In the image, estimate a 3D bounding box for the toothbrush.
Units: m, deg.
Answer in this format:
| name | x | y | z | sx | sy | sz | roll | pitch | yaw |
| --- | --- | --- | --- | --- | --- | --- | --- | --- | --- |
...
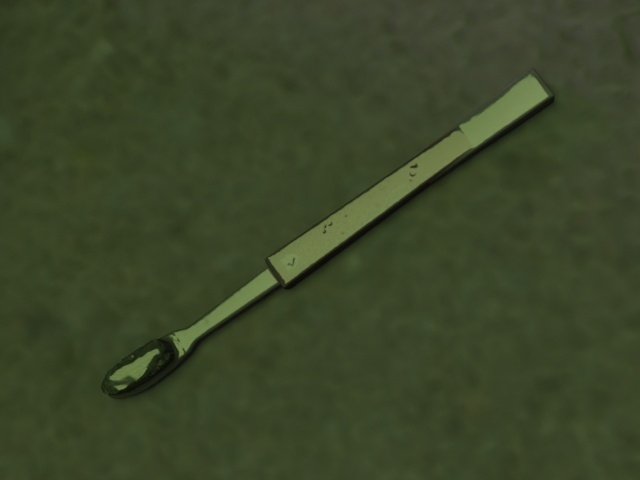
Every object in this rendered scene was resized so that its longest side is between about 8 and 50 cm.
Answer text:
| name | x | y | z | sx | sy | sz | roll | pitch | yaw |
| --- | --- | --- | --- | --- | --- | --- | --- | --- | --- |
| toothbrush | 0.000 | 0.000 | 0.470 | 0.194 | 0.017 | 0.014 | -35 | 78 | 2 |
